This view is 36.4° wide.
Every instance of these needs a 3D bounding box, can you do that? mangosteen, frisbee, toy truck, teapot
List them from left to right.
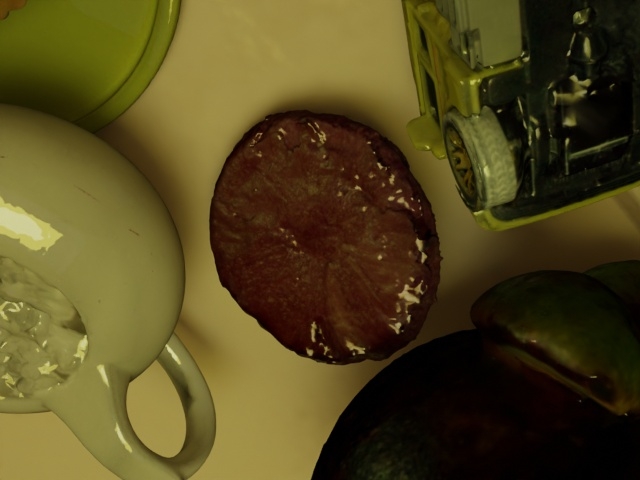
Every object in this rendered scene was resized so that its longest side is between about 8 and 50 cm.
[{"bbox_3d":[-0.189,-0.153,0.517,0.236,0.017,0.236,1,122,2],"label":"frisbee"},{"bbox_3d":[-0.171,0.028,0.548,0.298,0.139,0.204,34,121,-24],"label":"teapot"},{"bbox_3d":[0.084,-0.152,0.426,0.124,0.157,0.272,-18,128,-4],"label":"toy truck"},{"bbox_3d":[0.137,0.168,0.542,0.311,0.311,0.311,2,121,3],"label":"mangosteen"}]

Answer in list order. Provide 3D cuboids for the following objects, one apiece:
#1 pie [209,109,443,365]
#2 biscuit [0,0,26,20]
[{"bbox_3d":[0.000,0.000,0.556,0.154,0.036,0.154,8,108,27],"label":"pie"},{"bbox_3d":[-0.212,-0.197,0.434,0.237,0.013,0.232,-16,120,34],"label":"biscuit"}]
